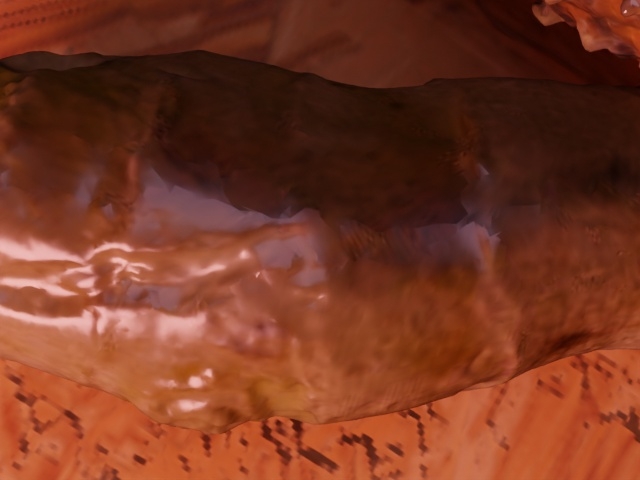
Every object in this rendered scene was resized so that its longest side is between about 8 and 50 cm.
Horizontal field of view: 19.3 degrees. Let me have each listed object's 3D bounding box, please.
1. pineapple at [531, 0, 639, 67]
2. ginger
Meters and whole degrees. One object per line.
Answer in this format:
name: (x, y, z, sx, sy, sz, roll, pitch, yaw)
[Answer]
pineapple: (0.075, -0.153, 0.598, 0.278, 0.158, 0.158, 34, 75, 22)
ginger: (0.000, 0.000, 0.597, 0.263, 0.116, 0.109, 1, 118, -12)
